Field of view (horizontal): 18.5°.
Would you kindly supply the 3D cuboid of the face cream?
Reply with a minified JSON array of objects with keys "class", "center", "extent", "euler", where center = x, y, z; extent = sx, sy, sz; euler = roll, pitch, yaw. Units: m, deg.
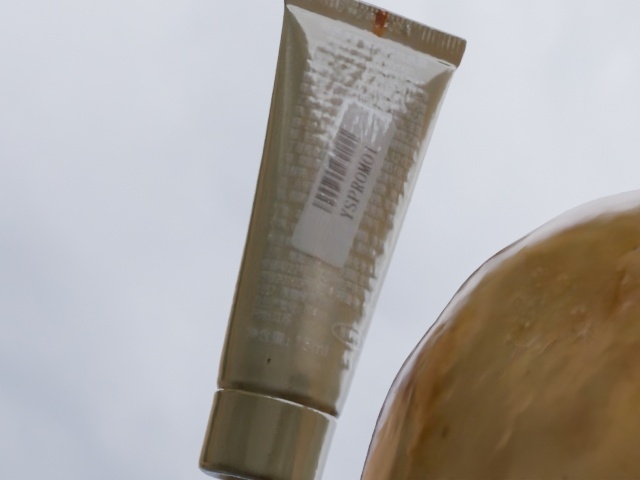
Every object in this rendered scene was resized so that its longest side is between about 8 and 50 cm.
[{"class":"face cream","center":[0.000,0.000,1.324],"extent":[0.137,0.341,0.084],"euler":[18,-13,-16]}]

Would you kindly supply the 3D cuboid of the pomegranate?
[{"class":"pomegranate","center":[0.197,0.174,0.903],"extent":[0.411,0.411,0.411],"euler":[26,-35,20]}]
